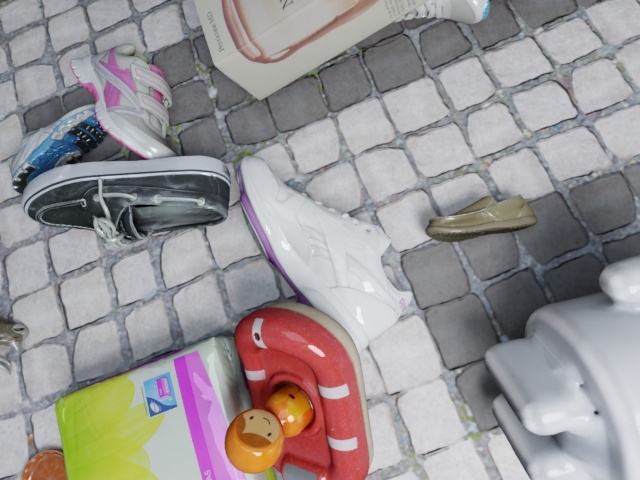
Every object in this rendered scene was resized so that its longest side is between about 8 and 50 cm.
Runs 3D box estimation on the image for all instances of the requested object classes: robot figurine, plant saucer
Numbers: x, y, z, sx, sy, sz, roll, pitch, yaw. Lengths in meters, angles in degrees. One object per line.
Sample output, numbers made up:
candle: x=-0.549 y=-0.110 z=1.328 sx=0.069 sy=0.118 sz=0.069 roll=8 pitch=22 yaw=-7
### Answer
robot figurine: x=0.363 y=0.138 z=0.415 sx=0.354 sy=0.199 sz=0.299 roll=-14 pitch=113 yaw=4
plant saucer: x=-0.376 y=0.335 z=0.566 sx=0.084 sy=0.013 sz=0.083 roll=-2 pitch=76 yaw=8

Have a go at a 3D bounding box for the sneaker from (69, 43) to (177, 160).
sneaker: x=-0.287 y=-0.221 z=0.637 sx=0.111 sy=0.103 sz=0.252 roll=-36 pitch=76 yaw=0

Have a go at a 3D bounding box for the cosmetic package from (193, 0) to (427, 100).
cosmetic package: x=-0.017 y=-0.352 z=0.577 sx=0.297 sy=0.129 sz=0.153 roll=-25 pitch=77 yaw=19

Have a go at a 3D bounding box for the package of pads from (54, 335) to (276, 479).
package of pads: x=-0.183 y=0.297 z=0.504 sx=0.230 sy=0.101 sz=0.296 roll=-22 pitch=75 yaw=2

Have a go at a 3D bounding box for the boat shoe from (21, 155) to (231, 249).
boat shoe: x=-0.282 y=-0.043 z=0.591 sx=0.307 sy=0.113 sz=0.104 roll=-5 pitch=62 yaw=-3

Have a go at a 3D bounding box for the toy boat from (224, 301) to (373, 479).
toy boat: x=-0.040 y=0.188 z=0.446 sx=0.151 sy=0.151 sz=0.230 roll=-4 pitch=101 yaw=35

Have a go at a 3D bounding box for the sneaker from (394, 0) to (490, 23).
sneaker: x=0.148 y=-0.380 z=0.631 sx=0.229 sy=0.087 sz=0.092 roll=34 pitch=90 yaw=21

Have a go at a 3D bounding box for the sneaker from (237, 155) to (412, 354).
sneaker: x=0.000 y=0.000 z=0.558 sx=0.152 sy=0.114 sz=0.305 roll=-33 pitch=80 yaw=-13

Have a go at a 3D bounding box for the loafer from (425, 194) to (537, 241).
loafer: x=0.213 y=-0.031 z=0.553 sx=0.148 sy=0.056 sz=0.050 roll=-6 pitch=75 yaw=-4

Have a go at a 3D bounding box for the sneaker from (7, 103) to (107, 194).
sneaker: x=-0.436 y=-0.165 z=0.664 sx=0.191 sy=0.071 sz=0.083 roll=-41 pitch=70 yaw=-3

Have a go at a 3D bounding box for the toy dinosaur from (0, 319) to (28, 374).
toy dinosaur: x=-0.608 y=0.122 z=0.594 sx=0.314 sy=0.121 sz=0.160 roll=-8 pitch=63 yaw=2
